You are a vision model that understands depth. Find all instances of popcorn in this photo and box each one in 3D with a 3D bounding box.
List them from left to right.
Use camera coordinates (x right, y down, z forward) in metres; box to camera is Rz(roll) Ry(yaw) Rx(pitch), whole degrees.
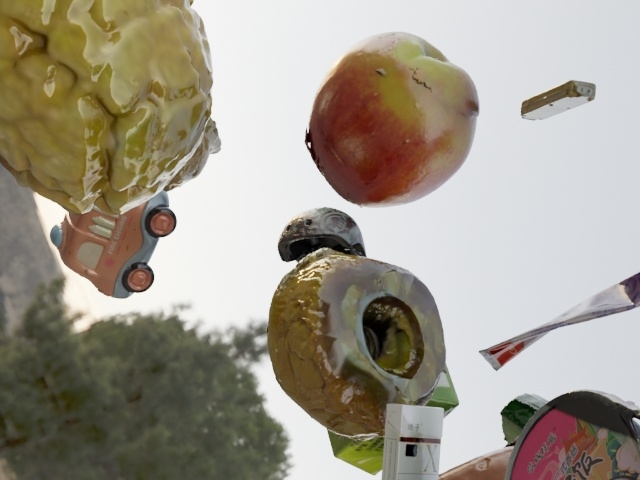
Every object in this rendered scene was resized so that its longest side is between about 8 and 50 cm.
[{"bbox_3d":[-0.298,-0.231,1.288,0.354,0.344,0.390,36,-35,18],"label":"popcorn"}]

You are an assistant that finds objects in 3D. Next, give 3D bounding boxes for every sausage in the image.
[{"bbox_3d":[0.185,0.444,1.635,0.094,0.418,0.094,-114,-177,-72],"label":"sausage"}]

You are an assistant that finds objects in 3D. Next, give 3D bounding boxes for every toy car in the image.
[{"bbox_3d":[-0.430,-0.026,1.974,0.271,0.212,0.180,-66,-154,11],"label":"toy car"}]

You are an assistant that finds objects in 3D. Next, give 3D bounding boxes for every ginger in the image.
[{"bbox_3d":[-0.254,-0.165,1.693,0.115,0.123,0.193,14,-21,14],"label":"ginger"}]

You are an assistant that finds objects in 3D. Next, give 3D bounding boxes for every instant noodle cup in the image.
[{"bbox_3d":[0.373,0.327,1.195,0.302,0.181,0.258,-45,-142,45],"label":"instant noodle cup"}]

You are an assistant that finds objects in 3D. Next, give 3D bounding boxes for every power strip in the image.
[{"bbox_3d":[0.503,-0.301,2.090,0.305,0.064,0.044,168,-71,-79],"label":"power strip"}]

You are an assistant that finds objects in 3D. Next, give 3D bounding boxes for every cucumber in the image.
[{"bbox_3d":[0.418,0.391,1.848,0.130,0.191,0.191,22,-48,47],"label":"cucumber"}]

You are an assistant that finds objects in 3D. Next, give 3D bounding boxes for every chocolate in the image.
[{"bbox_3d":[0.116,0.283,2.010,0.289,0.137,0.301,-49,-139,34],"label":"chocolate"}]

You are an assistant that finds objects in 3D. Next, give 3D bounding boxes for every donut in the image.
[{"bbox_3d":[0.072,0.163,1.539,0.160,0.330,0.330,-9,-76,44],"label":"donut"}]

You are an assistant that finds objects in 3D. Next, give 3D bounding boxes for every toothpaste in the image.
[{"bbox_3d":[0.371,0.108,1.380,0.048,0.301,0.075,65,11,8],"label":"toothpaste"}]

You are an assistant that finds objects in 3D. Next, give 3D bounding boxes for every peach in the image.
[{"bbox_3d":[0.143,-0.245,2.020,0.370,0.370,0.370,50,-27,38],"label":"peach"}]

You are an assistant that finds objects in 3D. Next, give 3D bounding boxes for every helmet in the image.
[{"bbox_3d":[0.005,-0.011,1.835,0.177,0.153,0.107,39,48,-47],"label":"helmet"}]

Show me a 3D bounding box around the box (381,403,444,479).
[{"bbox_3d":[0.127,0.307,1.354,0.040,0.084,0.154,-6,-104,54],"label":"box"}]
